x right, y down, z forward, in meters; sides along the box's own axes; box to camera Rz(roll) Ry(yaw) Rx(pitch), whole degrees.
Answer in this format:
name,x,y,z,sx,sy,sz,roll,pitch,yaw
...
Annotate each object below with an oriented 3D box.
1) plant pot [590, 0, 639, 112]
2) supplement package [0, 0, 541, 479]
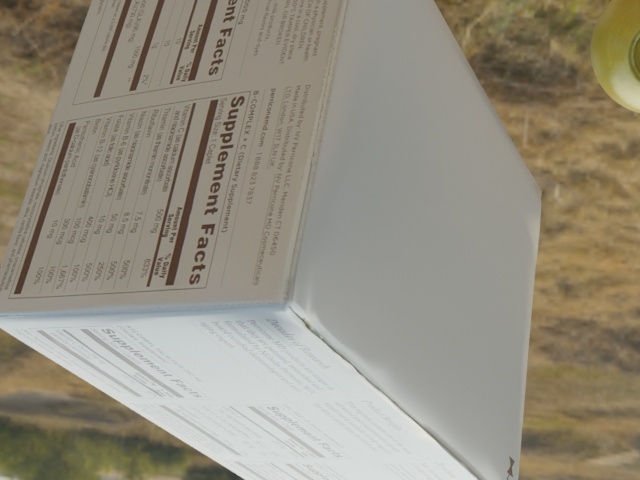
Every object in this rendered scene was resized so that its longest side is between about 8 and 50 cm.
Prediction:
name,x,y,z,sx,sy,sz,roll,pitch,yaw
plant pot,0.324,-0.179,1.016,0.134,0.134,0.095,4,-165,13
supplement package,0.000,0.000,0.543,0.145,0.204,0.262,-4,150,27
